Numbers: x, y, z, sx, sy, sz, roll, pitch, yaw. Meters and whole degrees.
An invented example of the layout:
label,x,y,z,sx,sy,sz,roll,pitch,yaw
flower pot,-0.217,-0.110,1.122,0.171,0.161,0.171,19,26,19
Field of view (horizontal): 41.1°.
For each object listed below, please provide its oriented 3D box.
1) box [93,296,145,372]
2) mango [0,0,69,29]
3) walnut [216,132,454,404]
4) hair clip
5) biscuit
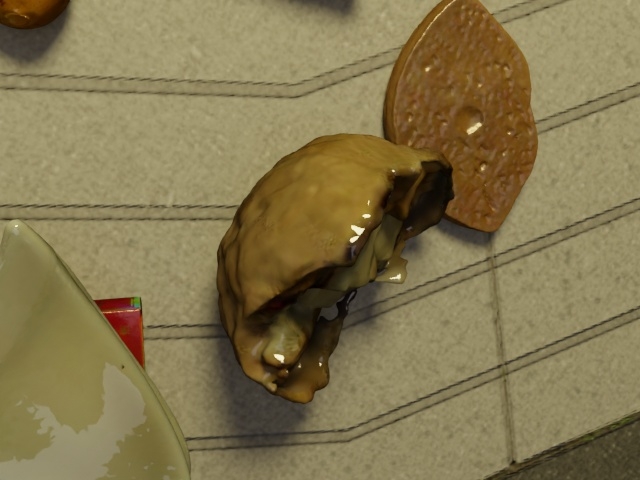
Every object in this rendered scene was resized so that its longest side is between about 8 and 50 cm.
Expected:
label,x,y,z,sx,sy,sz,roll,pitch,yaw
box,-0.206,0.141,0.741,0.112,0.048,0.175,-4,102,-12
mango,-0.224,-0.220,0.662,0.080,0.060,0.114,26,96,0
walnut,-0.004,0.001,0.692,0.141,0.204,0.238,36,83,15
hair clip,-0.197,0.138,0.655,0.172,0.113,0.282,-47,109,-16
biscuit,0.128,-0.110,0.778,0.142,0.029,0.220,-16,105,-10
